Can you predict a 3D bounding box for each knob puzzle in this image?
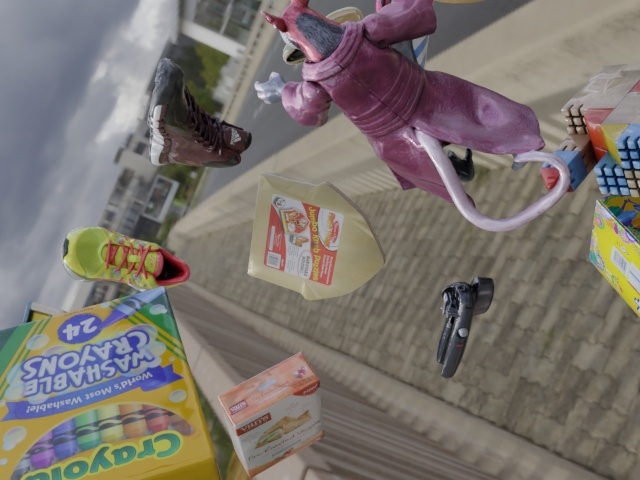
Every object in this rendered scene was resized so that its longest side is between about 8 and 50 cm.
[{"bbox_3d":[0.000,0.000,1.162,0.213,0.213,0.030,-60,-3,34],"label":"knob puzzle"}]

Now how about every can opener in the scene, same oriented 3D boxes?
[{"bbox_3d":[0.191,0.127,1.149,0.059,0.073,0.186,-88,6,-51],"label":"can opener"}]

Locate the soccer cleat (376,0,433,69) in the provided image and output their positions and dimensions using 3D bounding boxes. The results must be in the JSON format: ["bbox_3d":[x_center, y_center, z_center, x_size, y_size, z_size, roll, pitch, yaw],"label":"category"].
[{"bbox_3d":[0.167,-0.414,1.708,0.143,0.116,0.331,65,-148,-75],"label":"soccer cleat"}]

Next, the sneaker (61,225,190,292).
[{"bbox_3d":[-0.270,0.025,1.177,0.094,0.208,0.081,-3,78,37],"label":"sneaker"}]

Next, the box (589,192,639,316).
[{"bbox_3d":[0.671,0.022,1.424,0.177,0.279,0.290,75,169,-49],"label":"box"}]

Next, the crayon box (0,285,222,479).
[{"bbox_3d":[-0.219,0.192,0.828,0.323,0.203,0.083,-121,20,-50],"label":"crayon box"}]

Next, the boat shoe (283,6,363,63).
[{"bbox_3d":[0.007,-0.422,1.740,0.190,0.068,0.072,-31,20,15],"label":"boat shoe"}]

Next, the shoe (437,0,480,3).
[{"bbox_3d":[0.169,-0.241,0.596,0.058,0.219,0.076,56,-163,-52],"label":"shoe"}]

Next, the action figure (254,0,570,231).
[{"bbox_3d":[0.073,-0.158,0.984,0.248,0.370,0.275,-43,36,25],"label":"action figure"}]

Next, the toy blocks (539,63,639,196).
[{"bbox_3d":[0.511,-0.168,1.260,0.381,0.190,0.261,7,43,48],"label":"toy blocks"}]

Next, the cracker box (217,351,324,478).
[{"bbox_3d":[-0.077,0.301,1.402,0.067,0.156,0.232,54,162,33],"label":"cracker box"}]

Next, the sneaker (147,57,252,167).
[{"bbox_3d":[-0.184,-0.190,1.305,0.281,0.163,0.106,127,151,-72],"label":"sneaker"}]

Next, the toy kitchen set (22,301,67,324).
[{"bbox_3d":[-0.470,0.156,1.197,0.207,0.122,0.166,63,-146,-72],"label":"toy kitchen set"}]
